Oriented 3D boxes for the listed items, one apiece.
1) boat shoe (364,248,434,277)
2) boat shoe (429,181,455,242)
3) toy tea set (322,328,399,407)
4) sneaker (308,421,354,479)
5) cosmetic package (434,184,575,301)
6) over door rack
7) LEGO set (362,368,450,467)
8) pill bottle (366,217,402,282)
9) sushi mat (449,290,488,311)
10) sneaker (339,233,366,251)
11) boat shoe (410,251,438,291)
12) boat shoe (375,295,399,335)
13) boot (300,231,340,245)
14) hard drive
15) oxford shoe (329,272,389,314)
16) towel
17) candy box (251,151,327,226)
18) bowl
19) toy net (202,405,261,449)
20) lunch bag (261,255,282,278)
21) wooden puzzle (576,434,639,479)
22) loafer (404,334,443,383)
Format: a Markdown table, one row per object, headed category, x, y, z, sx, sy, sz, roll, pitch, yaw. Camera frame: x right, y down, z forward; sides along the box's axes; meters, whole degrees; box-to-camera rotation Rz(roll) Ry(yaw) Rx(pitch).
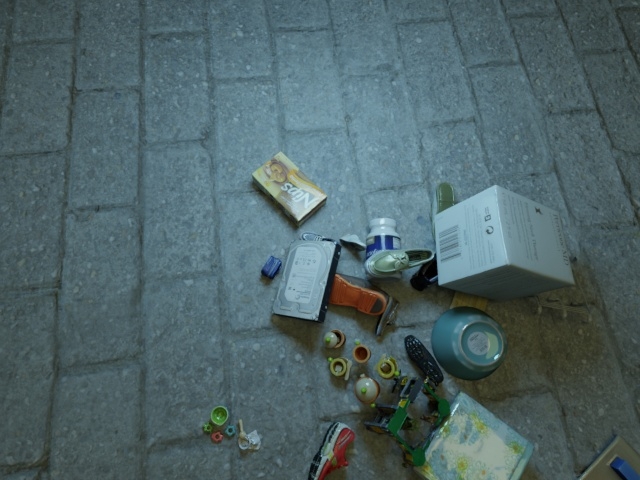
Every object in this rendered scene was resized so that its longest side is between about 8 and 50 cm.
| category | x | y | z | sx | sy | sz | roll | pitch | yaw |
| --- | --- | --- | --- | --- | --- | --- | --- | --- | --- |
| boat shoe | 0.321 | 0.075 | 1.643 | 0.303 | 0.094 | 0.108 | -13 | 79 | -24 |
| boat shoe | 0.564 | -0.112 | 1.866 | 0.113 | 0.103 | 0.301 | 11 | 72 | 2 |
| toy tea set | 0.132 | 0.491 | 1.601 | 0.336 | 0.124 | 0.199 | 27 | 86 | 27 |
| sneaker | 0.045 | 0.842 | 1.538 | 0.119 | 0.107 | 0.278 | 31 | 76 | -3 |
| cosmetic package | 0.721 | 0.031 | 1.631 | 0.394 | 0.327 | 0.328 | 14 | 64 | -27 |
| over door rack | 1.045 | 0.207 | 1.806 | 0.240 | 0.108 | 0.323 | 11 | 58 | 0 |
| LEGO set | 0.328 | 0.689 | 1.587 | 0.255 | 0.192 | 0.331 | 40 | 59 | -10 |
| pill bottle | 0.276 | 0.044 | 1.775 | 0.154 | 0.153 | 0.264 | 2 | 72 | -3 |
| sushi mat | 0.685 | 0.227 | 1.812 | 0.152 | 0.019 | 0.316 | 23 | 73 | 5 |
| sneaker | 0.153 | 0.002 | 1.801 | 0.061 | 0.053 | 0.152 | -41 | 39 | -24 |
| boat shoe | 0.552 | 0.091 | 1.773 | 0.341 | 0.158 | 0.127 | -41 | 79 | -14 |
| boat shoe | 0.291 | 0.329 | 1.731 | 0.066 | 0.066 | 0.183 | 24 | 73 | 3 |
| boot | 0.000 | 0.000 | 1.806 | 0.190 | 0.086 | 0.069 | 20 | 73 | 3 |
| hard drive | -0.059 | 0.163 | 1.703 | 0.237 | 0.064 | 0.338 | 3 | 70 | 33 |
| oxford shoe | 0.119 | 0.210 | 1.746 | 0.364 | 0.133 | 0.129 | 23 | 111 | 17 |
| towel | 0.579 | 0.826 | 1.540 | 0.321 | 0.090 | 0.374 | 37 | 68 | 19 |
| candy box | -0.144 | -0.239 | 1.871 | 0.183 | 0.087 | 0.316 | -42 | 80 | -15 |
| bowl | 0.632 | 0.420 | 1.660 | 0.313 | 0.163 | 0.310 | 0 | 77 | -1 |
| toy net | -0.341 | 0.750 | 1.570 | 0.232 | 0.045 | 0.122 | 34 | 73 | 7 |
| lunch bag | -0.207 | 0.118 | 1.766 | 0.065 | 0.067 | 0.098 | 30 | 72 | 6 |
| wooden puzzle | 1.195 | 1.001 | 1.567 | 0.348 | 0.080 | 0.322 | -38 | 78 | -14 |
| loafer | 0.429 | 0.495 | 1.686 | 0.076 | 0.078 | 0.223 | -40 | 61 | 8 |
